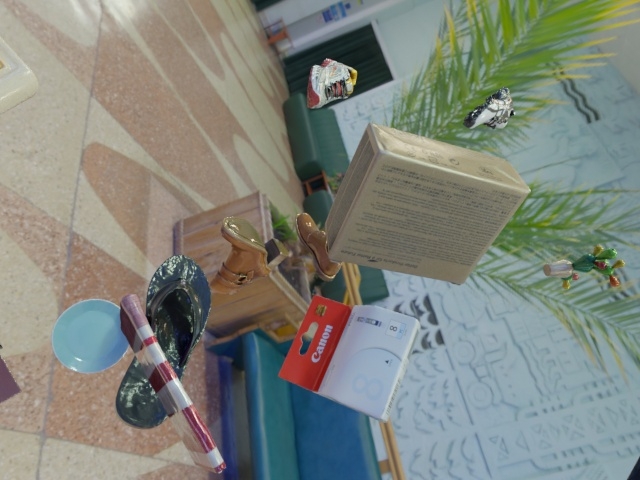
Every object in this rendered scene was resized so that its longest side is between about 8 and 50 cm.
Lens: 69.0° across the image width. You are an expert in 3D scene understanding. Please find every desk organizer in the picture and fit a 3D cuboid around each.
[{"bbox_3d":[-0.556,0.212,0.784,0.130,0.050,0.047,62,-25,-2],"label":"desk organizer"}]

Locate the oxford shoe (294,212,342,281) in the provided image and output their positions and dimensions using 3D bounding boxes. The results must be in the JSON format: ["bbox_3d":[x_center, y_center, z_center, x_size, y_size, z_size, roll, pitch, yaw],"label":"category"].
[{"bbox_3d":[0.000,0.000,1.211,0.076,0.076,0.212,2,48,-44],"label":"oxford shoe"}]

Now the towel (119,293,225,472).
[{"bbox_3d":[-0.280,0.268,0.864,0.329,0.037,0.237,58,-30,7],"label":"towel"}]

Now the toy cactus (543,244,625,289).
[{"bbox_3d":[0.700,0.083,1.271,0.219,0.180,0.112,118,-34,-76],"label":"toy cactus"}]

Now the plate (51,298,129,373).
[{"bbox_3d":[-0.589,0.246,1.205,0.024,0.188,0.188,-15,-83,57],"label":"plate"}]

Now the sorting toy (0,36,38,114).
[{"bbox_3d":[-0.447,-0.202,0.480,0.208,0.038,0.193,52,59,-17],"label":"sorting toy"}]

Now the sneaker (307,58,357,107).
[{"bbox_3d":[0.029,-0.377,1.112,0.225,0.092,0.088,-61,163,-48],"label":"sneaker"}]

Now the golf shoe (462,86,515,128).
[{"bbox_3d":[0.464,-0.336,1.252,0.094,0.198,0.077,57,-27,-8],"label":"golf shoe"}]

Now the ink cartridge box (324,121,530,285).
[{"bbox_3d":[0.145,-0.045,0.684,0.088,0.234,0.193,-99,-154,-48],"label":"ink cartridge box"}]

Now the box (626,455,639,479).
[{"bbox_3d":[0.333,0.257,0.444,0.060,0.270,0.216,29,-4,46],"label":"box"}]

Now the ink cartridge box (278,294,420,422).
[{"bbox_3d":[0.078,0.338,1.445,0.308,0.384,0.091,-65,153,-21],"label":"ink cartridge box"}]

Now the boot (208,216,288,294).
[{"bbox_3d":[-0.167,0.042,0.910,0.197,0.152,0.073,36,21,-53],"label":"boot"}]

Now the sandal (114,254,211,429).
[{"bbox_3d":[-0.361,0.223,1.138,0.167,0.107,0.446,20,53,-21],"label":"sandal"}]
